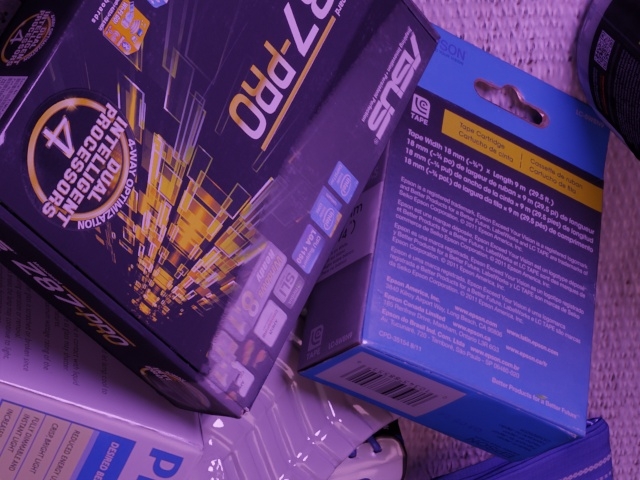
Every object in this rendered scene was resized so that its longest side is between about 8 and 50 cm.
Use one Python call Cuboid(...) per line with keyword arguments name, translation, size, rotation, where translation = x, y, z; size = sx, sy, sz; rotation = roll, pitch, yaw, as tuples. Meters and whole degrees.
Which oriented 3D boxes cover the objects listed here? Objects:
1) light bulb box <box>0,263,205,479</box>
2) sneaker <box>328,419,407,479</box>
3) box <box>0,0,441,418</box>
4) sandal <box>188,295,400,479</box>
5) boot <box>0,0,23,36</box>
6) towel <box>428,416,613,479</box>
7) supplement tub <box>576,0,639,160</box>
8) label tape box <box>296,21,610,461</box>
Cuboid(name="light bulb box", translation=(-0.339, 0.189, 1.470), size=(0.361, 0.225, 0.358), rotation=(20, 116, -20))
Cuboid(name="sneaker", translation=(-0.025, 0.204, 1.656), size=(0.182, 0.127, 0.315), rotation=(-46, 125, 7))
Cuboid(name="box", translation=(-0.096, -0.108, 1.346), size=(0.318, 0.097, 0.395), rotation=(47, 61, -37))
Cuboid(name="sandal", translation=(0.004, 0.113, 1.566), size=(0.416, 0.102, 0.169), rotation=(-38, 102, -30))
Cuboid(name="boot", translation=(-0.404, -0.163, 1.361), size=(0.445, 0.146, 0.367), rotation=(9, 115, -23))
Cuboid(name="towel", translation=(0.207, 0.358, 1.811), size=(0.243, 0.040, 0.336), rotation=(-19, 122, -23))
Cuboid(name="supplement tub", translation=(0.367, -0.118, 1.458), size=(0.207, 0.338, 0.207), rotation=(-6, 118, -11))
Cuboid(name="label tape box", translation=(0.129, 0.000, 1.540), size=(0.241, 0.333, 0.106), rotation=(25, 148, -24))
